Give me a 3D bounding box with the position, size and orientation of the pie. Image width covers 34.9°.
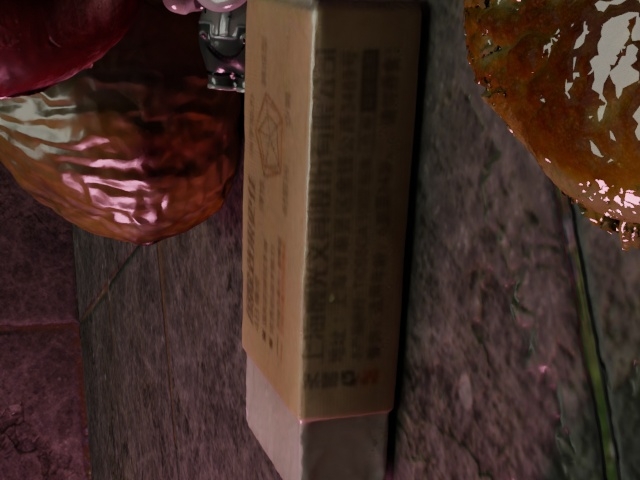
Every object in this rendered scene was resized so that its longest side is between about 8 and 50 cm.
[{"bbox_3d":[0.118,-0.092,0.382,0.163,0.079,0.193,114,146,-44],"label":"pie"}]

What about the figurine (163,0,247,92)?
[{"bbox_3d":[-0.054,-0.210,0.782,0.147,0.126,0.192,15,103,32],"label":"figurine"}]

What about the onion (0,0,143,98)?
[{"bbox_3d":[-0.282,-0.249,0.811,0.232,0.314,0.314,100,157,-43],"label":"onion"}]

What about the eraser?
[{"bbox_3d":[0.000,0.000,0.711,0.144,0.078,0.343,-140,49,-64],"label":"eraser"}]

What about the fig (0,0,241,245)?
[{"bbox_3d":[-0.264,-0.143,1.006,0.286,0.369,0.286,-176,90,-71],"label":"fig"}]
